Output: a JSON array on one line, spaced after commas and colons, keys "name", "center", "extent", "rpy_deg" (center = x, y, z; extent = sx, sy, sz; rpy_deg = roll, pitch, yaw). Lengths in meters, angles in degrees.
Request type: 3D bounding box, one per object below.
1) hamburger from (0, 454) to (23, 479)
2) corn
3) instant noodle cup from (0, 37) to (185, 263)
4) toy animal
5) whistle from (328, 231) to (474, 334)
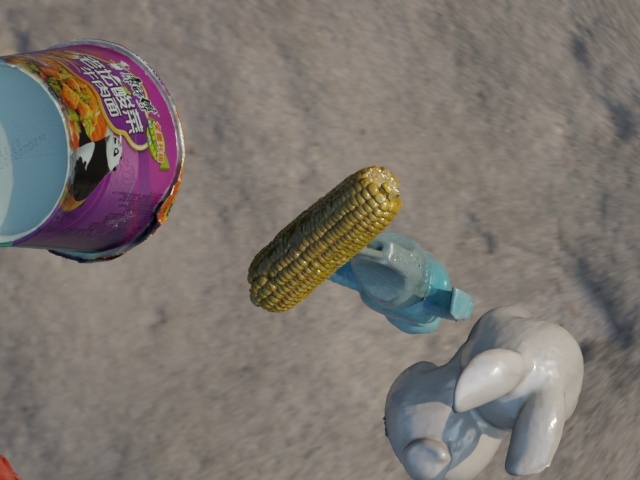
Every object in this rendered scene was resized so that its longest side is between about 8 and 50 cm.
[{"name": "hamburger", "center": [-0.240, 0.240, 0.874], "extent": [0.250, 0.330, 0.330], "rpy_deg": [37, 100, -2]}, {"name": "corn", "center": [0.000, 0.000, 1.684], "extent": [0.207, 0.068, 0.068], "rpy_deg": [-42, 80, 32]}, {"name": "instant noodle cup", "center": [-0.296, -0.093, 1.854], "extent": [0.251, 0.190, 0.251], "rpy_deg": [2, 95, 23]}, {"name": "toy animal", "center": [0.152, 0.155, 1.652], "extent": [0.193, 0.178, 0.127], "rpy_deg": [-30, 100, 44]}, {"name": "whistle", "center": [0.089, 0.041, 1.929], "extent": [0.186, 0.274, 0.093], "rpy_deg": [17, 82, 20]}]
